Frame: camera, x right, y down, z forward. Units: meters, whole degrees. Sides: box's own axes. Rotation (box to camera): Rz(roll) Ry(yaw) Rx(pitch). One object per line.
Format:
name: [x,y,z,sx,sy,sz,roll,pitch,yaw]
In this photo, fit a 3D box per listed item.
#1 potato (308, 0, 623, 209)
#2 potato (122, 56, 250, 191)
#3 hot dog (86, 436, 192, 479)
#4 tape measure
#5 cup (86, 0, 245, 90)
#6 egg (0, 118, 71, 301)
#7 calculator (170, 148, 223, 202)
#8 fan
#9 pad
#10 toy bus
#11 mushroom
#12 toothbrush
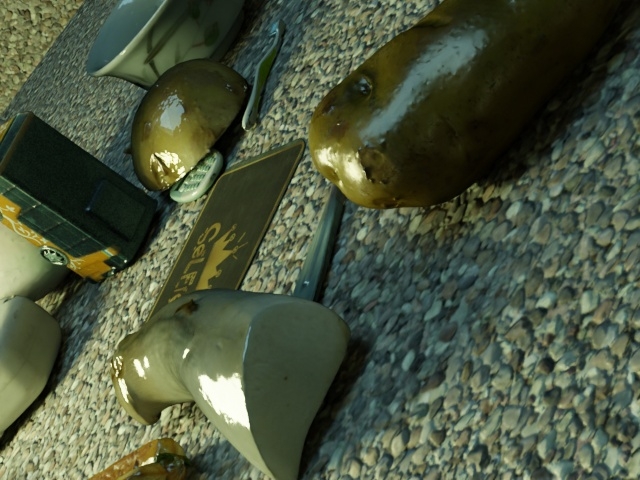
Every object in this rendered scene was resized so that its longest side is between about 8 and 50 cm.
potato: [0.153,-0.169,1.265,0.369,0.176,0.195,-41,-16,11]
potato: [-0.232,-0.193,2.038,0.239,0.116,0.299,-54,17,1]
hot dog: [-0.225,0.294,1.443,0.250,0.076,0.104,-32,12,35]
tape measure: [-0.529,0.208,2.048,0.265,0.130,0.258,-45,20,13]
cup: [-0.246,-0.389,2.292,0.347,0.163,0.347,-43,25,25]
egg: [-0.556,-0.034,2.201,0.340,0.354,0.354,9,65,45]
calculator: [-0.189,-0.098,1.961,0.095,0.021,0.153,-58,21,-11]
fan: [0.000,0.000,1.472,0.057,0.023,0.282,-41,25,48]
pad: [-0.186,0.021,1.747,0.315,0.063,0.375,-18,41,55]
toy bus: [-0.400,-0.063,2.003,0.167,0.275,0.138,-20,40,48]
mushroom: [-0.118,0.133,1.390,0.397,0.126,0.177,4,76,62]
toothbrush: [-0.085,-0.257,1.986,0.026,0.022,0.263,-21,37,29]
